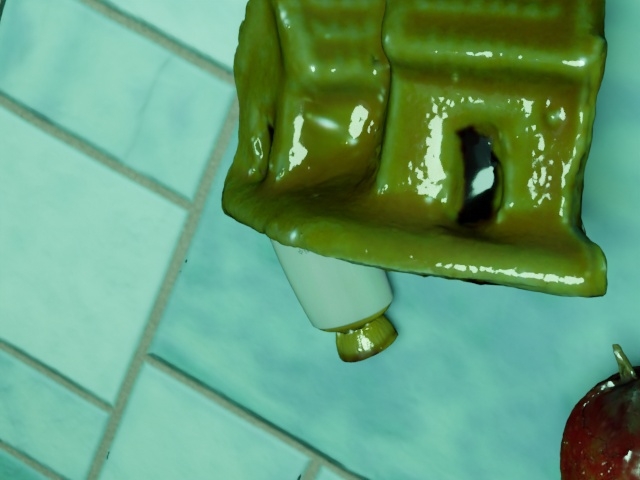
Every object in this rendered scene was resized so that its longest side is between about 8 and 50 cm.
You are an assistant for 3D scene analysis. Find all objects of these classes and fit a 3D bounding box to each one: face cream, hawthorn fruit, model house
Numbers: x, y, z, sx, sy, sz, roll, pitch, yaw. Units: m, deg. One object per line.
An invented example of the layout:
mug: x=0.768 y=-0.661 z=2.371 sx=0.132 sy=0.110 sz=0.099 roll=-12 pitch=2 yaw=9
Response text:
face cream: x=0.000 y=0.000 z=0.943 sx=0.072 sy=0.051 sz=0.182 roll=-17 pitch=107 yaw=28
hawthorn fruit: x=0.227 y=0.146 z=0.874 sx=0.148 sy=0.148 sz=0.172 roll=-18 pitch=91 yaw=29
model house: x=0.057 y=-0.103 z=0.792 sx=0.268 sy=0.173 sz=0.239 roll=8 pitch=101 yaw=17
